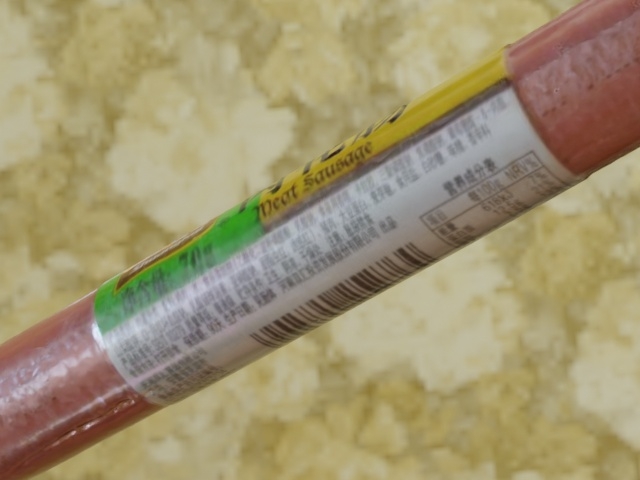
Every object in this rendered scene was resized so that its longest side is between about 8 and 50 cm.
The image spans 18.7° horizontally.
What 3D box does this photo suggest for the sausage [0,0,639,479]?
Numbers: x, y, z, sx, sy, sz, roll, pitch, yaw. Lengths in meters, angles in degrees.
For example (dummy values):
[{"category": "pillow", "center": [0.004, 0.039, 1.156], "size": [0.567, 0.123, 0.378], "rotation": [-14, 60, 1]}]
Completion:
[{"category": "sausage", "center": [0.000, 0.000, 0.378], "size": [0.223, 0.029, 0.029], "rotation": [-30, -20, 23]}]
